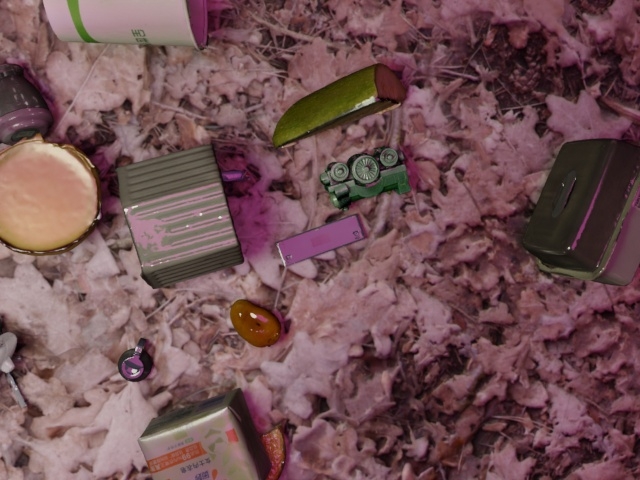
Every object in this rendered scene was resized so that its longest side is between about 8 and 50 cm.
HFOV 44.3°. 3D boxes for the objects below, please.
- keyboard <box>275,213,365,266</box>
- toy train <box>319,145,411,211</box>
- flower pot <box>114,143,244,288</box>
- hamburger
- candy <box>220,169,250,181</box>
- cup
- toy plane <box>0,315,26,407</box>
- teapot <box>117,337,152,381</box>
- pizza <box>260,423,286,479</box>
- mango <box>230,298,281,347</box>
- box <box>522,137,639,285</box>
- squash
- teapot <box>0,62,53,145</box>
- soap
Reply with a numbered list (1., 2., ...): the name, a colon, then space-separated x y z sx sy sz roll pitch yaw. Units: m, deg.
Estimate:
1. keyboard: 0.000 0.000 1.594 0.176 0.014 0.055 -20 91 -6
2. toy train: 0.089 -0.125 1.579 0.178 0.071 0.105 -18 103 -7
3. flower pot: -0.257 -0.044 1.460 0.189 0.209 0.239 -17 102 -6
4. hamburger: -0.522 -0.079 1.471 0.237 0.149 0.237 0 89 -15
5. candy: -0.181 -0.132 1.570 0.083 0.020 0.030 -6 92 -7
6. cup: -0.355 -0.468 1.453 0.273 0.253 0.253 -5 91 2
7. toy plane: -0.667 0.278 1.477 0.273 0.107 0.182 -34 88 -1
8. teapot: -0.360 0.235 1.532 0.066 0.057 0.088 18 88 -7
9. pizza: -0.122 0.423 1.575 0.108 0.026 0.123 6 92 1
10. mango: -0.129 0.163 1.557 0.114 0.060 0.080 44 100 -6
11. box: 0.542 -0.058 1.555 0.166 0.220 0.291 24 87 -18
12. squash: 0.028 -0.271 1.595 0.252 0.169 0.093 -21 89 28
13. teapot: -0.589 -0.256 1.497 0.116 0.148 0.146 -16 78 -41
14. soap: -0.218 0.408 1.498 0.199 0.138 0.182 -21 93 3
